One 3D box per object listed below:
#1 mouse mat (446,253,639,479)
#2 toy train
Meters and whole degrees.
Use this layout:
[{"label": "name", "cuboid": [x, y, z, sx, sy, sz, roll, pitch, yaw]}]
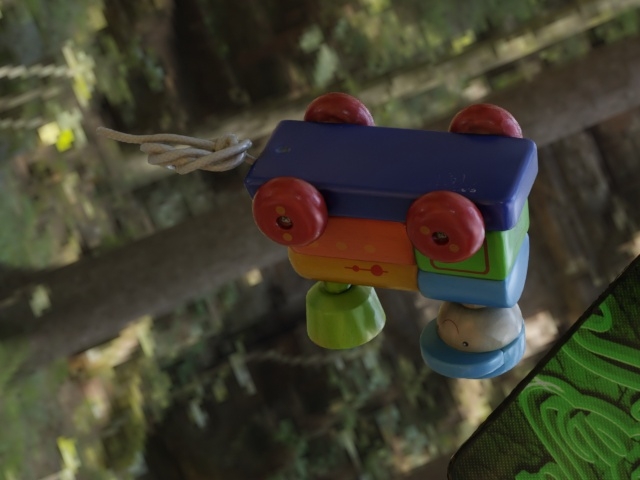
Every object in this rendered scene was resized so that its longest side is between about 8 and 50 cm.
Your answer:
[{"label": "mouse mat", "cuboid": [0.168, 0.108, 0.739, 0.190, 0.152, 0.007, 42, -4, 21]}, {"label": "toy train", "cuboid": [0.000, 0.000, 0.993, 0.105, 0.248, 0.143, -61, 150, -48]}]
